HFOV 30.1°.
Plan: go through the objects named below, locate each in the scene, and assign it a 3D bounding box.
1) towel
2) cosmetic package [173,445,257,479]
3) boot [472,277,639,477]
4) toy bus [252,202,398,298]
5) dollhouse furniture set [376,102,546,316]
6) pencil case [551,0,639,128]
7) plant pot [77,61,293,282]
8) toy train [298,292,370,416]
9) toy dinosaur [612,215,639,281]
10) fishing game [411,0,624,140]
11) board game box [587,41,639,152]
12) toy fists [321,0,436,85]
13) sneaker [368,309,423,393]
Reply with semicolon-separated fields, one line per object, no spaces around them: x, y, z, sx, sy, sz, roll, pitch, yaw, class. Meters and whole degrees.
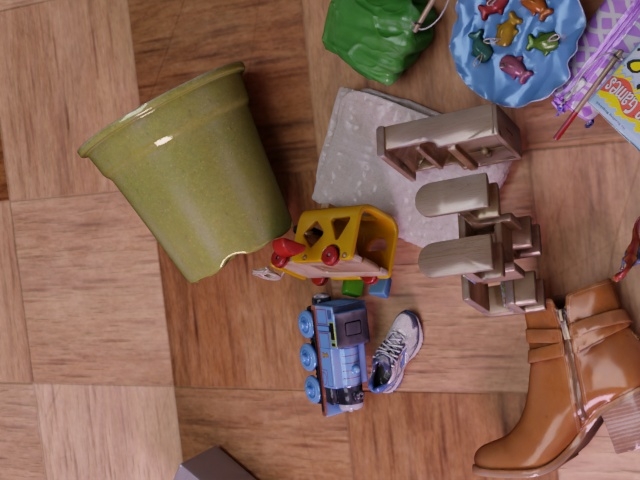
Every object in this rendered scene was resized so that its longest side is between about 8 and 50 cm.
0.124;-0.094;1.665;0.282;0.049;0.187;26;112;26;towel
-0.131;0.450;1.877;0.238;0.107;0.127;32;116;22;cosmetic package
0.297;0.186;1.557;0.283;0.109;0.220;-24;83;35;boot
0.012;0.001;1.672;0.202;0.191;0.104;12;75;0;toy bus
0.169;-0.031;1.502;0.161;0.212;0.242;-10;70;25;dollhouse furniture set
0.359;-0.244;1.466;0.086;0.088;0.206;42;116;18;pencil case
-0.175;-0.086;1.751;0.276;0.276;0.254;-26;93;33;plant pot
0.023;0.168;1.734;0.105;0.080;0.184;2;98;57;toy train
0.386;0.021;1.490;0.047;0.082;0.090;-20;85;34;toy dinosaur
0.240;-0.258;1.473;0.264;0.041;0.189;46;117;22;fishing game
0.469;-0.218;1.365;0.142;0.144;0.275;48;119;17;board game box
0.108;-0.349;1.611;0.142;0.096;0.279;34;116;32;toy fists
0.105;0.164;1.707;0.052;0.058;0.135;26;110;27;sneaker
